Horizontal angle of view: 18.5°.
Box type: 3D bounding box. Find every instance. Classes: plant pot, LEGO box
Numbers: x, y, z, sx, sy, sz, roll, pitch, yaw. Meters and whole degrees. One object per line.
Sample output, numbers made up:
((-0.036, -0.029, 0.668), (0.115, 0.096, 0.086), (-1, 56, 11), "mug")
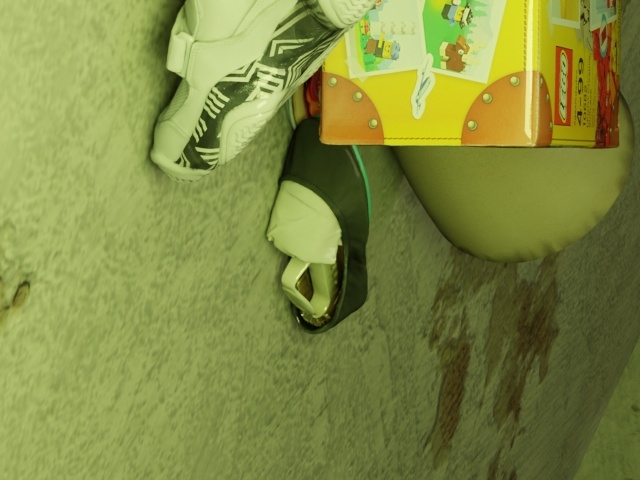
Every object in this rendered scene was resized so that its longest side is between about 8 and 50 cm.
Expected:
((0.166, -0.144, 2.099), (0.274, 0.256, 0.256), (39, 68, -52), "plant pot")
((0.145, -0.332, 1.744), (0.372, 0.193, 0.500), (-8, 99, -71), "LEGO box")

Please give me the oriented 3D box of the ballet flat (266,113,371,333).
((0.000, 0.000, 1.936), (0.096, 0.095, 0.280), (-48, 150, -28), "ballet flat")

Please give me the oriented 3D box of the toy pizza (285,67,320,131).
((0.020, -0.191, 1.921), (0.201, 0.032, 0.201), (16, 90, -71), "toy pizza")

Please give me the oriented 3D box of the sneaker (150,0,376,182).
((-0.073, -0.211, 1.519), (0.366, 0.210, 0.137), (-45, -177, 42), "sneaker")
